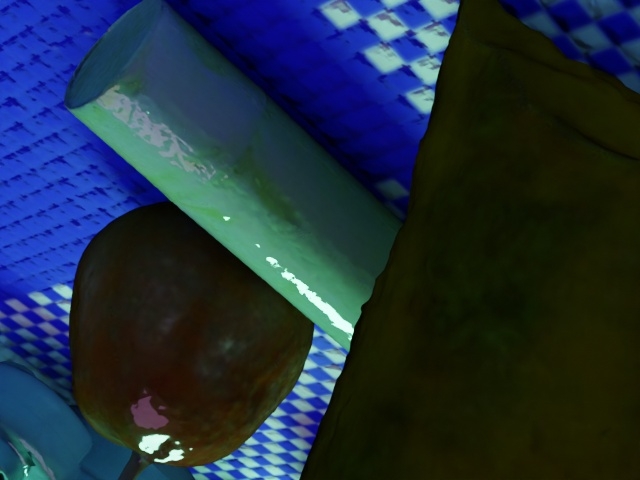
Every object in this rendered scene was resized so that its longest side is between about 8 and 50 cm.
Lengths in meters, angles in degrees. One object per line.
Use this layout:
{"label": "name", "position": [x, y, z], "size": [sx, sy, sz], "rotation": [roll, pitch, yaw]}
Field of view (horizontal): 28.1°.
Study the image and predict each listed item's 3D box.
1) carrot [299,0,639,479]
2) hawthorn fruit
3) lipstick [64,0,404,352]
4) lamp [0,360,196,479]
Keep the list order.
{"label": "carrot", "position": [0.115, 0.093, 0.532], "size": [0.241, 0.340, 0.241], "rotation": [19, 175, 2]}
{"label": "hawthorn fruit", "position": [-0.071, 0.070, 0.730], "size": [0.149, 0.189, 0.149], "rotation": [-6, 164, -2]}
{"label": "lipstick", "position": [0.000, 0.000, 0.671], "size": [0.076, 0.076, 0.304], "rotation": [-17, 133, 44]}
{"label": "lamp", "position": [-0.198, 0.207, 1.020], "size": [0.209, 0.147, 0.284], "rotation": [-14, 136, 40]}
